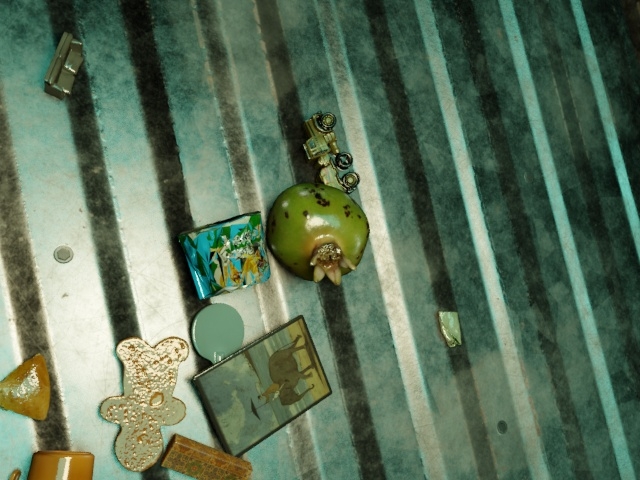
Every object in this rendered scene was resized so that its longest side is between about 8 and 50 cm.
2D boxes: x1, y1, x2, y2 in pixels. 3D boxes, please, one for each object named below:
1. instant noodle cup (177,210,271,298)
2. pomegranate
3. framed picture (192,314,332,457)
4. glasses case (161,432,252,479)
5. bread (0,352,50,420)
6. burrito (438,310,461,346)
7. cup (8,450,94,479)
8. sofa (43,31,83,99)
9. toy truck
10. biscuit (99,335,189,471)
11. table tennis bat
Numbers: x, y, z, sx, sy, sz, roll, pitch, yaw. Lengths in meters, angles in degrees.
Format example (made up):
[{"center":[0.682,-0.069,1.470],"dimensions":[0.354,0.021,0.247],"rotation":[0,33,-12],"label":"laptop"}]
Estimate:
[{"center":[-0.237,0.037,1.552],"dimensions":[0.240,0.240,0.178],"rotation":[-19,97,-27],"label":"instant noodle cup"},{"center":[-0.004,-0.024,1.608],"dimensions":[0.290,0.323,0.291],"rotation":[0,93,-5],"label":"pomegranate"},{"center":[-0.143,0.390,1.607],"dimensions":[0.347,0.016,0.265],"rotation":[-26,106,-27],"label":"framed picture"},{"center":[-0.285,0.562,1.513],"dimensions":[0.218,0.049,0.075],"rotation":[29,94,-18],"label":"glasses case"},{"center":[-0.672,0.357,1.369],"dimensions":[0.154,0.054,0.136],"rotation":[-37,100,-24],"label":"bread"},{"center":[0.412,0.280,1.911],"dimensions":[0.074,0.044,0.118],"rotation":[0,79,-24],"label":"burrito"},{"center":[-0.603,0.600,1.310],"dimensions":[0.226,0.182,0.264],"rotation":[0,71,6],"label":"cup"},{"center":[-0.641,-0.437,1.510],"dimensions":[0.060,0.085,0.147],"rotation":[20,72,-18],"label":"sofa"},{"center":[0.014,-0.247,1.776],"dimensions":[0.127,0.127,0.257],"rotation":[-18,88,-13],"label":"toy truck"},{"center":[-0.435,0.398,1.477],"dimensions":[0.205,0.049,0.324],"rotation":[6,78,-24],"label":"biscuit"},{"center":[-0.269,0.285,1.586],"dimensions":[0.149,0.038,0.237],"rotation":[2,78,-34],"label":"table tennis bat"}]
